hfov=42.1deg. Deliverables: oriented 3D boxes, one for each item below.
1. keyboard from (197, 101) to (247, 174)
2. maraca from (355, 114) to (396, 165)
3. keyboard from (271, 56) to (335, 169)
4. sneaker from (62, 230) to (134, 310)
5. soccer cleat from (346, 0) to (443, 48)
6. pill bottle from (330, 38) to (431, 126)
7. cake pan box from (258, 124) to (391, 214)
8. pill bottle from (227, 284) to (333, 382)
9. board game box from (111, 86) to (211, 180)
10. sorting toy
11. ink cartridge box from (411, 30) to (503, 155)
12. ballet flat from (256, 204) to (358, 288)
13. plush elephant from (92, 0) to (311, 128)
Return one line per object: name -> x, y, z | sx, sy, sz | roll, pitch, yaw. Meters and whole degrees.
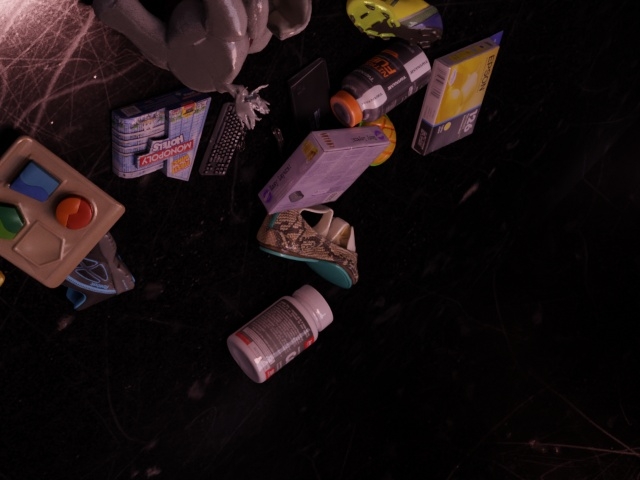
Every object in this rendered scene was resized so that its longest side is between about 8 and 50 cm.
keyboard -> -0.198, -0.222, 1.826 | 0.108, 0.023, 0.180 | -9, 133, -50
maraca -> 0.137, -0.283, 2.146 | 0.127, 0.099, 0.185 | -32, 121, -32
keyboard -> -0.044, -0.269, 1.975 | 0.201, 0.033, 0.317 | -44, 150, -22
sneaker -> -0.475, 0.023, 1.631 | 0.140, 0.125, 0.341 | -32, 143, -15
soccer cleat -> 0.166, -0.528, 1.916 | 0.289, 0.121, 0.093 | 5, 158, -39
pill bottle -> 0.139, -0.371, 2.002 | 0.246, 0.130, 0.130 | -38, 149, -21
cake pan box -> 0.014, -0.174, 2.015 | 0.267, 0.070, 0.246 | -14, 158, -46
pill bottle -> -0.111, 0.261, 2.372 | 0.283, 0.161, 0.161 | -36, 148, -22
board game box -> -0.317, -0.192, 1.659 | 0.194, 0.060, 0.194 | -27, 143, -35
sorting toy -> -0.531, -0.009, 1.482 | 0.229, 0.041, 0.307 | 39, 100, -27
ink cartridge box -> 0.412, -0.421, 2.389 | 0.307, 0.072, 0.303 | -26, 143, -32
ballet flat -> 0.000, 0.000, 2.249 | 0.483, 0.164, 0.182 | 29, 80, -59
plush elephant -> -0.171, -0.393, 1.462 | 0.272, 0.255, 0.330 | -20, 124, 29
